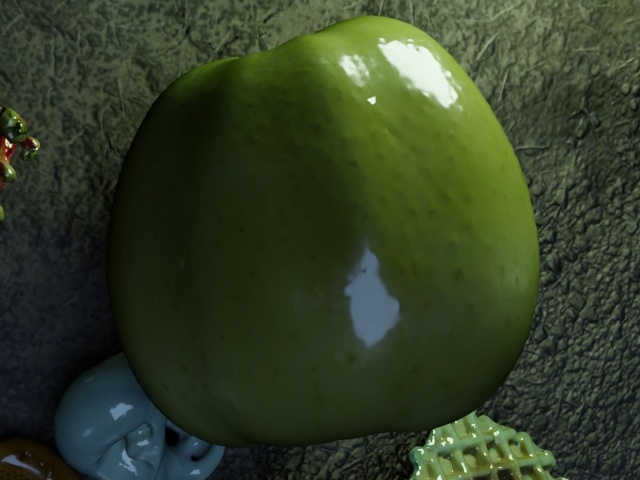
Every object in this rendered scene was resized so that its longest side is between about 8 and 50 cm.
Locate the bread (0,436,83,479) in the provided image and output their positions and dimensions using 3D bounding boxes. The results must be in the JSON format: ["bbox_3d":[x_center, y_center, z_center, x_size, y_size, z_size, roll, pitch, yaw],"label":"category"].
[{"bbox_3d":[-0.331,0.301,1.360,0.114,0.077,0.189,-25,113,6],"label":"bread"}]

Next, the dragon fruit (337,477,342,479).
[{"bbox_3d":[-0.024,0.451,1.411,0.302,0.295,0.295,-24,113,15],"label":"dragon fruit"}]

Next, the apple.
[{"bbox_3d":[0.000,0.000,1.228,0.474,0.473,0.473,-5,105,-21],"label":"apple"}]

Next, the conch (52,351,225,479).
[{"bbox_3d":[-0.205,0.215,1.352,0.185,0.121,0.221,-15,138,16],"label":"conch"}]

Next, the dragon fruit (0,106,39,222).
[{"bbox_3d":[-0.385,-0.080,1.194,0.160,0.166,0.172,40,84,-29],"label":"dragon fruit"}]

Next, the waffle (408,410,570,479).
[{"bbox_3d":[0.222,0.369,1.516,0.292,0.056,0.309,35,48,-12],"label":"waffle"}]
